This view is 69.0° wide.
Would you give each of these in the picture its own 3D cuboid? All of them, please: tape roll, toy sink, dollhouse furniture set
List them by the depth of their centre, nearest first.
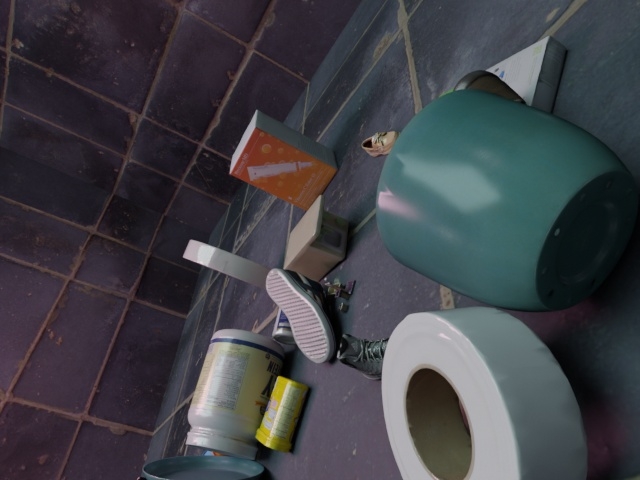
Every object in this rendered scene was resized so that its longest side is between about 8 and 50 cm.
[{"bbox_3d":[0.188,0.231,0.604,0.286,0.100,0.287,177,90,-68],"label":"tape roll"},{"bbox_3d":[0.023,0.142,1.268,0.114,0.081,0.091,-21,49,62],"label":"dollhouse furniture set"},{"bbox_3d":[0.000,0.000,1.412,0.234,0.131,0.153,-50,26,47],"label":"toy sink"},{"bbox_3d":[-0.294,0.099,1.650,0.392,0.391,0.072,0,67,67],"label":"tape roll"}]

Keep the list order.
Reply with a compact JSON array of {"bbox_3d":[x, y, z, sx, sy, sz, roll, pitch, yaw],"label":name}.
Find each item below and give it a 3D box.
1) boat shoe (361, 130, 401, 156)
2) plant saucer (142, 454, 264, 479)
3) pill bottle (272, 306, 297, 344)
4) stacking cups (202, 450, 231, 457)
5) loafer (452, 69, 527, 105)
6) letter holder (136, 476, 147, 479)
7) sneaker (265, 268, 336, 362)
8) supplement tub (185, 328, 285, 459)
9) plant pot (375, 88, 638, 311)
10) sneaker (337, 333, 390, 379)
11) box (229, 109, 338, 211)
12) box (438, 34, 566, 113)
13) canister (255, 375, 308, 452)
[{"bbox_3d":[0.178,-0.294,1.398,0.170,0.059,0.063,-11,57,65],"label":"boat shoe"},{"bbox_3d":[-0.310,0.625,1.240,0.317,0.317,0.044,-24,59,60],"label":"plant saucer"},{"bbox_3d":[-0.085,0.224,1.423,0.094,0.094,0.170,-37,35,52],"label":"pill bottle"},{"bbox_3d":[-0.341,0.701,1.532,0.316,0.095,0.096,-57,22,18],"label":"stacking cups"},{"bbox_3d":[0.255,-0.108,0.833,0.130,0.133,0.366,-132,47,-54],"label":"loafer"},{"bbox_3d":[-0.460,0.815,1.191,0.214,0.151,0.302,-52,27,29],"label":"letter holder"},{"bbox_3d":[-0.026,0.195,1.289,0.126,0.127,0.321,-57,49,25],"label":"sneaker"},{"bbox_3d":[-0.249,0.451,1.373,0.235,0.235,0.325,-35,37,54],"label":"supplement tub"},{"bbox_3d":[0.260,-0.040,0.635,0.235,0.292,0.293,40,105,53],"label":"plant pot"},{"bbox_3d":[0.107,0.221,0.909,0.228,0.132,0.086,-38,34,52],"label":"sneaker"},{"bbox_3d":[-0.138,-0.296,1.761,0.215,0.345,0.168,-55,23,28],"label":"box"},{"bbox_3d":[0.338,-0.250,0.976,0.322,0.058,0.233,-8,60,65],"label":"box"},{"bbox_3d":[-0.101,0.457,1.240,0.126,0.073,0.170,-15,52,64],"label":"canister"}]
